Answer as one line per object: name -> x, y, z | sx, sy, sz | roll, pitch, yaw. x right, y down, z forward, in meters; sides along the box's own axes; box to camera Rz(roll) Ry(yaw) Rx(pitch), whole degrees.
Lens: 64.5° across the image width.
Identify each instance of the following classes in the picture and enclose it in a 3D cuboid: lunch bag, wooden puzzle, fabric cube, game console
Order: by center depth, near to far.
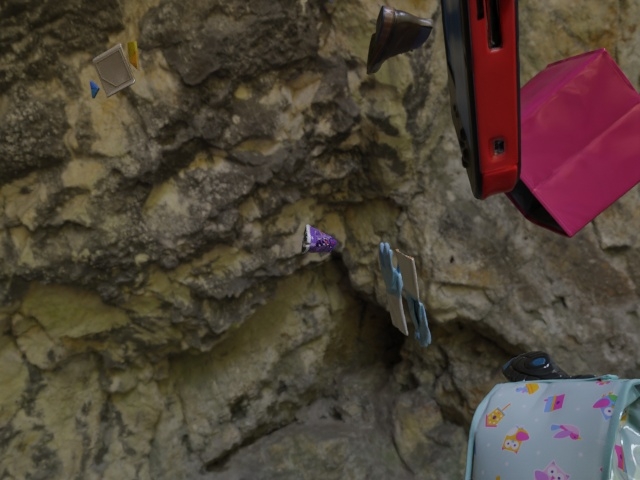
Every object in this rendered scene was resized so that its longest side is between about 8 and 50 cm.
lunch bag -> 0.311, 0.306, 0.651 | 0.160, 0.262, 0.223 | 27, -27, -20
game console -> 0.184, -0.279, 0.654 | 0.060, 0.342, 0.386 | -10, -57, 9
wooden puzzle -> -0.352, -0.291, 0.869 | 0.117, 0.078, 0.014 | -10, 6, 22
fabric cube -> 0.499, -0.199, 1.063 | 0.258, 0.259, 0.254 | -41, 7, 9

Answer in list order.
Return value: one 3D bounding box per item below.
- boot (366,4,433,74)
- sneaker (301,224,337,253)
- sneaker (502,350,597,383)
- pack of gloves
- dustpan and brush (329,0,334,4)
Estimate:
boot -> 0.161, -0.410, 1.081 | 0.106, 0.082, 0.219 | 6, -8, -4
sneaker -> 0.000, 0.000, 1.197 | 0.071, 0.068, 0.170 | 9, 4, 13
sneaker -> 0.551, 0.365, 1.188 | 0.125, 0.139, 0.341 | -29, 10, -7
pack of gloves -> 0.201, 0.116, 1.151 | 0.046, 0.231, 0.195 | -18, 17, -14
dustpan and brush -> 0.016, -0.575, 1.084 | 0.061, 0.147, 0.211 | 1, -9, -8
